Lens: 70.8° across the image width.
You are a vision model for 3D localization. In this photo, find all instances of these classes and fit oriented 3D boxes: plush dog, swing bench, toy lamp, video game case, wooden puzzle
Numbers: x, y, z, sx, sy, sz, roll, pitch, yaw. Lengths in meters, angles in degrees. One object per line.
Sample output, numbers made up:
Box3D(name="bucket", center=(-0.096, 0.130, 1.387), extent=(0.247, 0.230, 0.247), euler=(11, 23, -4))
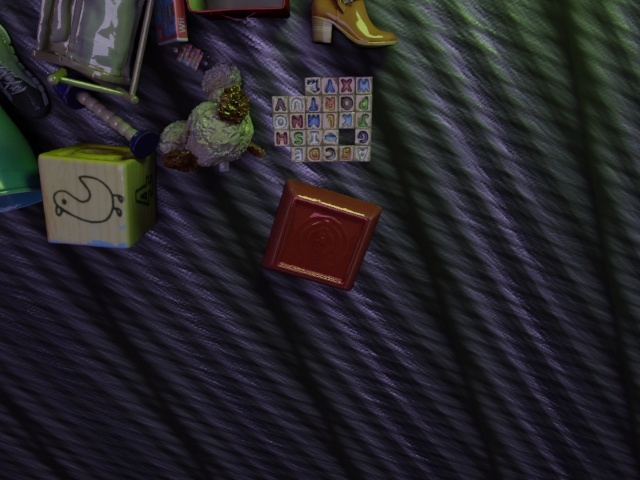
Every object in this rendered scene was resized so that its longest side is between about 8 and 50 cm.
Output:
Box3D(name="plush dog", center=(-0.225, -0.231, 0.984), extent=(0.210, 0.225, 0.262), euler=(40, 106, -13))
Box3D(name="swing bench", center=(-0.463, -0.450, 0.917), extent=(0.165, 0.254, 0.253), euler=(3, 118, -41))
Box3D(name="toy lamp", center=(-0.488, -0.286, 1.006), extent=(0.274, 0.080, 0.080), euler=(37, 108, 12))
Box3D(name="video game case", center=(-0.309, -0.542, 0.887), extent=(0.025, 0.204, 0.285), euler=(-11, 113, -26))
Box3D(name="wooden puzzle", center=(-0.296, -0.421, 1.030), extent=(0.083, 0.006, 0.049), euler=(29, 108, -10))

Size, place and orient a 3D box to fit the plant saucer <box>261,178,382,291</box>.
Box3D(name="plant saucer", center=(0.000, 0.000, 1.168), extent=(0.259, 0.048, 0.258), euler=(16, 110, -7))

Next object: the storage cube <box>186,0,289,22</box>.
Box3D(name="storage cube", center=(-0.159, -0.542, 0.885), extent=(0.183, 0.193, 0.215), euler=(-2, 112, 1))

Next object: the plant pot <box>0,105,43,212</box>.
Box3D(name="plant pot", center=(-0.781, -0.193, 0.994), extent=(0.271, 0.271, 0.255), euler=(-15, 96, 6))

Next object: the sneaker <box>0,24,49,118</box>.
Box3D(name="sneaker", center=(-0.708, -0.368, 0.984), extent=(0.086, 0.132, 0.229), euler=(-24, 109, 9))

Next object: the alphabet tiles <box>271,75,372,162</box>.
Box3D(name="alphabet tiles", center=(0.004, -0.286, 1.079), extent=(0.237, 0.009, 0.198), euler=(-1, 111, 0))

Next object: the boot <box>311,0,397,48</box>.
Box3D(name="boot", center=(0.079, -0.497, 0.968), extent=(0.197, 0.073, 0.152), euler=(5, 107, -5))

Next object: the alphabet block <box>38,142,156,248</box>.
Box3D(name="alphabet block", center=(-0.505, -0.110, 1.051), extent=(0.192, 0.193, 0.197), euler=(4, 111, -3))
